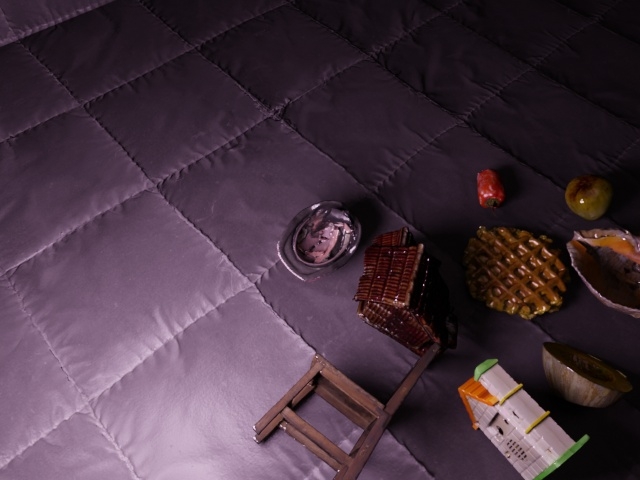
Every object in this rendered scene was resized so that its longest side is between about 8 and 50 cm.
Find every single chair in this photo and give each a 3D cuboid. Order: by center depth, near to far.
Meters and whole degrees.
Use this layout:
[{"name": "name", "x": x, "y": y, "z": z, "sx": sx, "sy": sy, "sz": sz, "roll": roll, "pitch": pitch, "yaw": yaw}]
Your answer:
[{"name": "chair", "x": 0.064, "y": 0.361, "z": 1.129, "sx": 0.241, "sy": 0.203, "sz": 0.416, "roll": 34, "pitch": 61, "yaw": 14}]

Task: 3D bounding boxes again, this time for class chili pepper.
[{"name": "chili pepper", "x": 0.558, "y": -0.148, "z": 1.543, "sx": 0.086, "sy": 0.084, "sz": 0.192, "roll": -5, "pitch": 52, "yaw": 13}]

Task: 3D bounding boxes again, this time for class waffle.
[{"name": "waffle", "x": 0.583, "y": 0.089, "z": 1.403, "sx": 0.325, "sy": 0.068, "sz": 0.302, "roll": 9, "pitch": 57, "yaw": 4}]

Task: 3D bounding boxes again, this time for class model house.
[{"name": "model house", "x": 0.247, "y": 0.108, "z": 1.247, "sx": 0.297, "sy": 0.282, "sz": 0.317, "roll": 17, "pitch": 59, "yaw": 8}]

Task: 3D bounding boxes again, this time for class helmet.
[{"name": "helmet", "x": 0.000, "y": 0.000, "z": 1.384, "sx": 0.253, "sy": 0.154, "sz": 0.198, "roll": -42, "pitch": 88, "yaw": -5}]

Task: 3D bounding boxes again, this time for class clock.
[{"name": "clock", "x": 0.450, "y": 0.418, "z": 1.109, "sx": 0.106, "sy": 0.219, "sz": 0.255, "roll": -28, "pitch": 55, "yaw": -20}]

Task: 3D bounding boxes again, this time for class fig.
[{"name": "fig", "x": 0.866, "y": -0.142, "z": 1.531, "sx": 0.136, "sy": 0.121, "sz": 0.152, "roll": -1, "pitch": 72, "yaw": 41}]

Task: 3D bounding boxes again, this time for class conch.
[{"name": "conch", "x": 0.881, "y": 0.100, "z": 1.345, "sx": 0.352, "sy": 0.210, "sz": 0.297, "roll": 15, "pitch": 57, "yaw": 30}]

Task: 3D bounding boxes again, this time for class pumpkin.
[{"name": "pumpkin", "x": 0.658, "y": 0.355, "z": 1.206, "sx": 0.217, "sy": 0.217, "sz": 0.110, "roll": 21, "pitch": 98, "yaw": 10}]
